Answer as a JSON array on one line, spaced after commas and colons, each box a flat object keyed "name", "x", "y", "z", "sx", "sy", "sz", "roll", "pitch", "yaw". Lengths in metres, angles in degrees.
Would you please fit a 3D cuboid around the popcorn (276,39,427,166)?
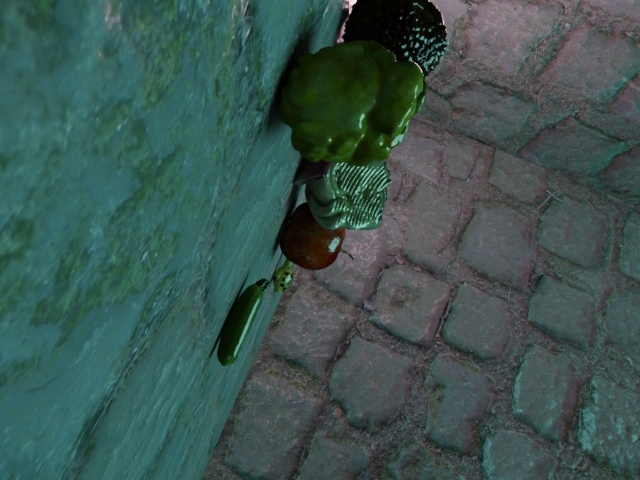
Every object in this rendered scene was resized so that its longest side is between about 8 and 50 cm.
[{"name": "popcorn", "x": 0.058, "y": -0.248, "z": 0.929, "sx": 0.250, "sy": 0.241, "sz": 0.235, "roll": -74, "pitch": -177, "yaw": -77}]

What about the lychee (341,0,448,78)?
[{"name": "lychee", "x": 0.171, "y": -0.491, "z": 1.253, "sx": 0.267, "sy": 0.267, "sz": 0.268, "roll": 23, "pitch": 90, "yaw": -88}]

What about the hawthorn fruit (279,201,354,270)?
[{"name": "hawthorn fruit", "x": 0.000, "y": 0.000, "z": 1.767, "sx": 0.242, "sy": 0.271, "sz": 0.242, "roll": -62, "pitch": -178, "yaw": 3}]

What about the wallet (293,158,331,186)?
[{"name": "wallet", "x": 0.004, "y": -0.263, "z": 1.527, "sx": 0.119, "sy": 0.025, "sz": 0.232, "roll": -11, "pitch": -136, "yaw": 42}]

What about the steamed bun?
[{"name": "steamed bun", "x": 0.072, "y": -0.165, "z": 1.649, "sx": 0.207, "sy": 0.280, "sz": 0.268, "roll": 3, "pitch": -85, "yaw": 61}]

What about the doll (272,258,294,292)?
[{"name": "doll", "x": -0.126, "y": 0.085, "z": 2.101, "sx": 0.117, "sy": 0.086, "sz": 0.291, "roll": 0, "pitch": 114, "yaw": -56}]

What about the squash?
[{"name": "squash", "x": -0.209, "y": 0.208, "z": 1.337, "sx": 0.066, "sy": 0.066, "sz": 0.252, "roll": 107, "pitch": 5, "yaw": -74}]
